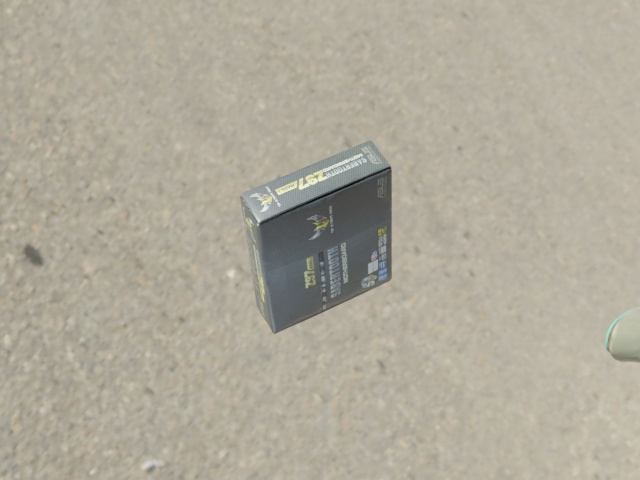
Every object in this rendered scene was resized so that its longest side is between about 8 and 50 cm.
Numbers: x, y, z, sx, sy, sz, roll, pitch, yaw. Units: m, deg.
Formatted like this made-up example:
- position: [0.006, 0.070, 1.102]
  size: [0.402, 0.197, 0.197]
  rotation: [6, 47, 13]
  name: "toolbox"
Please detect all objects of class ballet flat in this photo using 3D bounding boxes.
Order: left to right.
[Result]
- position: [0.424, 0.117, 1.447]
  size: [0.068, 0.072, 0.213]
  rotation: [20, 12, 38]
  name: "ballet flat"

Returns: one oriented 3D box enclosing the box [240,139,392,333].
- position: [0.000, 0.000, 1.496]
  size: [0.183, 0.233, 0.059]
  rotation: [-23, 52, -15]
  name: "box"
